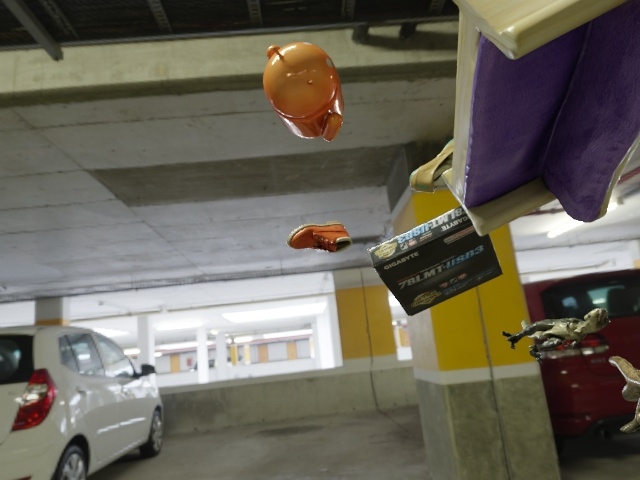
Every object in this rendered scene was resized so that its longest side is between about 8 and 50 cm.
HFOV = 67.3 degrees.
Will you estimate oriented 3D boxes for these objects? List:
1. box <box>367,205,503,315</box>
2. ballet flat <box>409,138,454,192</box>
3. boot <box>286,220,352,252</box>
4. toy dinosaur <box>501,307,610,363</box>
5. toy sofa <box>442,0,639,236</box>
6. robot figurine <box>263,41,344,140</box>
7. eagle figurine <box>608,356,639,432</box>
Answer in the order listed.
[{"bbox_3d":[0.315,0.061,1.289,0.296,0.073,0.293,-26,-41,12],"label":"box"},{"bbox_3d":[0.313,-0.180,1.174,0.232,0.080,0.073,-39,43,-26],"label":"ballet flat"},{"bbox_3d":[0.000,0.000,1.169,0.158,0.084,0.059,-13,-48,-21],"label":"boot"},{"bbox_3d":[0.424,0.178,0.910,0.118,0.064,0.268,-21,-7,-14],"label":"toy dinosaur"},{"bbox_3d":[0.245,-0.133,0.544,0.150,0.177,0.362,-26,-28,0],"label":"toy sofa"},{"bbox_3d":[-0.024,-0.255,0.835,0.128,0.158,0.219,-2,-6,9],"label":"robot figurine"},{"bbox_3d":[0.599,0.233,0.659,0.298,0.226,0.225,12,-52,14],"label":"eagle figurine"}]
